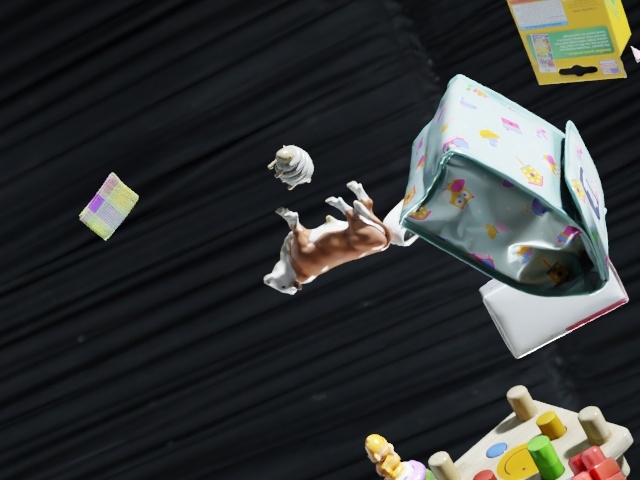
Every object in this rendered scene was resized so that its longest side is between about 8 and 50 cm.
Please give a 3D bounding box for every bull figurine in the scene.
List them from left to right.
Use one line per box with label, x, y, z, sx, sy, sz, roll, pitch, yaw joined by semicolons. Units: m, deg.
bull figurine;0.000;0.000;2.241;0.101;0.310;0.188;-83;150;-69

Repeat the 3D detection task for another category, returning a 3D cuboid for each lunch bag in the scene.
lunch bag;0.247;-0.061;1.230;0.262;0.160;0.223;26;34;-5

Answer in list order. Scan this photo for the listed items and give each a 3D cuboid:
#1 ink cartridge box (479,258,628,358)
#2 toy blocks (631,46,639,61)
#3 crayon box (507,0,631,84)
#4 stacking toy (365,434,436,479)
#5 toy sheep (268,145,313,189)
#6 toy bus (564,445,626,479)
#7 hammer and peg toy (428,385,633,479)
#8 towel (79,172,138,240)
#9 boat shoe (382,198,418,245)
ink cartridge box;0.422;0.097;1.840;0.131;0.226;0.306;61;8;4
toy blocks;0.832;-0.340;2.090;0.289;0.260;0.309;62;9;-3
crayon box;0.500;-0.478;2.027;0.083;0.203;0.323;-56;131;-34
stacking toy;0.181;0.489;1.908;0.302;0.165;0.175;49;17;-13
toy sheep;-0.060;-0.165;2.237;0.132;0.091;0.091;41;28;-54
toy bus;0.340;0.320;1.058;0.212;0.149;0.220;64;-24;14
hammer and peg toy;0.278;0.382;1.549;0.127;0.361;0.266;60;-20;-15
towel;-0.301;-0.048;1.413;0.009;0.083;0.060;15;-23;48
boat shoe;0.259;-0.095;2.263;0.098;0.277;0.096;40;-5;-32
